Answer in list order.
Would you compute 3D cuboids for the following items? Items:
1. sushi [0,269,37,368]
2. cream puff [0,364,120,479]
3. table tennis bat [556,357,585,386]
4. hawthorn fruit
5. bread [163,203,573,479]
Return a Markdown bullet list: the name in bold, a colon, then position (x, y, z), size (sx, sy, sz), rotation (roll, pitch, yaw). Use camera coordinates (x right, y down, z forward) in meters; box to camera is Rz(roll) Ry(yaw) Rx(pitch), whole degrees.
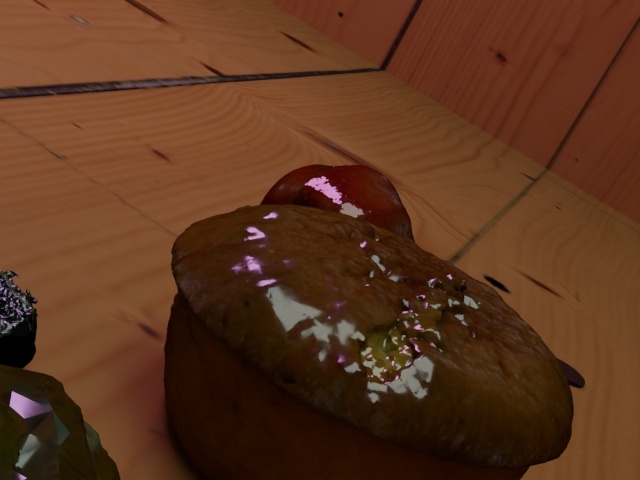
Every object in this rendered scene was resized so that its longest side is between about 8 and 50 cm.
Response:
- **sushi**: position (-0.224, 0.047, 0.633), size (0.083, 0.056, 0.084), rotation (39, 22, 27)
- **cream puff**: position (-0.185, 0.117, 0.300), size (0.244, 0.196, 0.244), rotation (24, 20, -9)
- **table tennis bat**: position (0.278, 0.148, 1.169), size (0.083, 0.007, 0.050), rotation (31, 19, 0)
- **hawthorn fruit**: position (0.000, 0.000, 0.918), size (0.157, 0.157, 0.194), rotation (38, 14, 25)
- **bread**: position (0.026, 0.093, 0.715), size (0.312, 0.172, 0.312), rotation (22, 18, -7)
